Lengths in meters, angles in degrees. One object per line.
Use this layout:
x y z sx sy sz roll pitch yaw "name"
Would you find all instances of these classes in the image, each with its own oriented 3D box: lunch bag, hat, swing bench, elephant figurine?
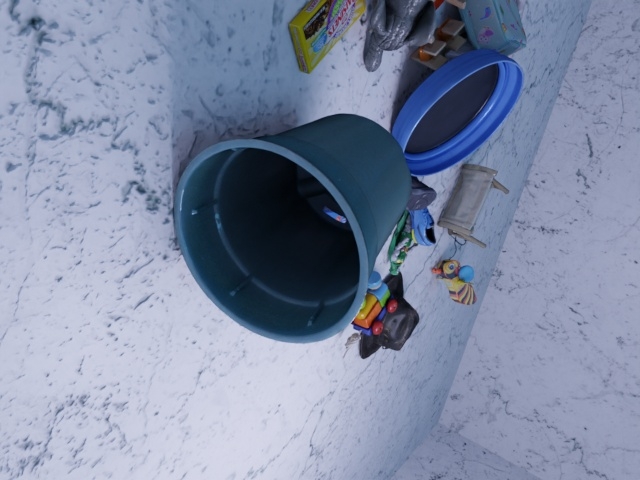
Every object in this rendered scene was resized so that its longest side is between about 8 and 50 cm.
0.463 -0.613 1.544 0.279 0.108 0.224 -24 94 -57 "lunch bag"
0.258 0.280 1.936 0.331 0.134 0.331 -41 144 -39 "hat"
0.570 -0.135 2.151 0.255 0.165 0.253 25 89 -58 "swing bench"
0.158 -0.450 1.121 0.186 0.169 0.239 -14 121 -61 "elephant figurine"

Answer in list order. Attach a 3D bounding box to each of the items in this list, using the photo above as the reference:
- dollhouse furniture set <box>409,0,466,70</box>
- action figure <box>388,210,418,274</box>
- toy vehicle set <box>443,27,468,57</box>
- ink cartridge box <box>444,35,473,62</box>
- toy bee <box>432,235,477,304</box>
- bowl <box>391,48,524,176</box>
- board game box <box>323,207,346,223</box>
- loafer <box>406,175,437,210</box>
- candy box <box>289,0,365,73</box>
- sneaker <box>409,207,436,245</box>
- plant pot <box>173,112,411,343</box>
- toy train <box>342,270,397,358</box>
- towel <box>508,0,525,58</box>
0.275 -0.581 1.325 0.259 0.135 0.262 -48 150 -11 "dollhouse furniture set"
0.270 0.000 1.808 0.137 0.063 0.232 22 88 -53 "action figure"
0.434 -0.560 1.691 0.267 0.035 0.166 -38 142 -44 "toy vehicle set"
0.418 -0.481 1.624 0.232 0.066 0.189 -40 144 -34 "ink cartridge box"
0.534 0.138 2.340 0.162 0.298 0.195 -19 170 -22 "toy bee"
0.356 -0.334 1.509 0.391 0.077 0.391 -28 154 -15 "bowl"
0.000 0.000 1.330 0.210 0.047 0.160 -7 117 -61 "board game box"
0.211 -0.145 1.577 0.303 0.095 0.109 4 136 -51 "loafer"
0.018 -0.414 1.053 0.206 0.027 0.105 -54 154 -23 "candy box"
0.311 -0.083 1.729 0.069 0.082 0.209 -22 106 -29 "sneaker"
-0.013 -0.058 0.986 0.334 0.341 0.341 -45 147 -52 "plant pot"
0.120 0.217 1.678 0.248 0.105 0.143 -51 139 -28 "toy train"
0.611 -0.769 1.746 0.317 0.053 0.331 -64 160 -44 "towel"
